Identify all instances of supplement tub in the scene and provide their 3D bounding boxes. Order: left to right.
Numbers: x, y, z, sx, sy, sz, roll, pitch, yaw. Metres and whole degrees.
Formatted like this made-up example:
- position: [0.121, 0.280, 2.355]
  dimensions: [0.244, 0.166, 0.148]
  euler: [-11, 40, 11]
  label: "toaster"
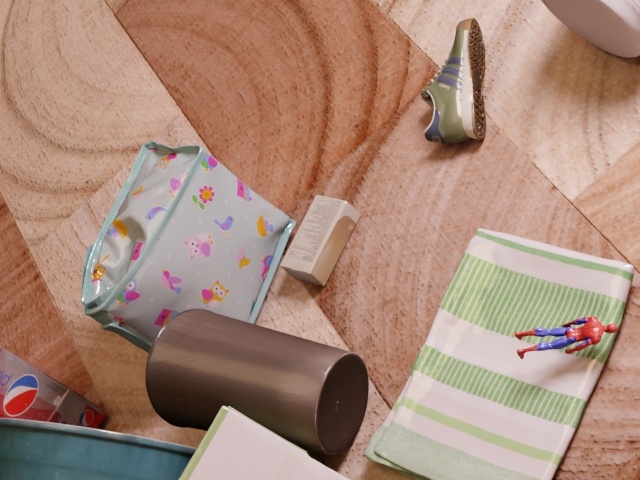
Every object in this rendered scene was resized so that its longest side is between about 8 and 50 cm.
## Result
- position: [0.411, -0.385, 1.878]
  dimensions: [0.272, 0.191, 0.191]
  euler: [-52, 45, -5]
  label: "supplement tub"

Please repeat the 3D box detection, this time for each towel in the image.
- position: [0.212, 0.148, 1.771]
  dimensions: [0.248, 0.038, 0.324]
  euler: [15, 71, 41]
  label: "towel"

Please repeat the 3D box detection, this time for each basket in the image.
- position: [-0.069, 0.180, 1.869]
  dimensions: [0.227, 0.204, 0.154]
  euler: [10, 83, 31]
  label: "basket"

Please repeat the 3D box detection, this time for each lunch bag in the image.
- position: [-0.187, 0.032, 2.020]
  dimensions: [0.160, 0.223, 0.262]
  euler: [9, 68, 47]
  label: "lunch bag"

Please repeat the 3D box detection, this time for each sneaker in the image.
- position: [0.174, -0.213, 2.027]
  dimensions: [0.086, 0.064, 0.192]
  euler: [-13, 57, 24]
  label: "sneaker"

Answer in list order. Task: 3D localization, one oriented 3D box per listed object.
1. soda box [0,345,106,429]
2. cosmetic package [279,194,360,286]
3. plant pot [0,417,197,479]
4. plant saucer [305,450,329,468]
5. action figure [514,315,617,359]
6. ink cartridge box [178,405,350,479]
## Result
- position: [-0.426, 0.227, 2.158]
  dimensions: [0.263, 0.083, 0.092]
  euler: [21, 74, 47]
  label: "soda box"
- position: [0.000, 0.000, 2.030]
  dimensions: [0.060, 0.041, 0.115]
  euler: [15, 71, 42]
  label: "cosmetic package"
- position: [-0.295, 0.367, 1.858]
  dimensions: [0.272, 0.272, 0.255]
  euler: [0, 75, 37]
  label: "plant pot"
- position: [-0.047, 0.356, 1.817]
  dimensions: [0.188, 0.045, 0.188]
  euler: [-46, 44, 1]
  label: "plant saucer"
- position: [0.280, 0.109, 1.705]
  dimensions: [0.115, 0.030, 0.038]
  euler: [-13, 62, 23]
  label: "action figure"
- position: [-0.056, 0.323, 1.756]
  dimensions: [0.235, 0.056, 0.171]
  euler: [30, 81, 4]
  label: "ink cartridge box"
